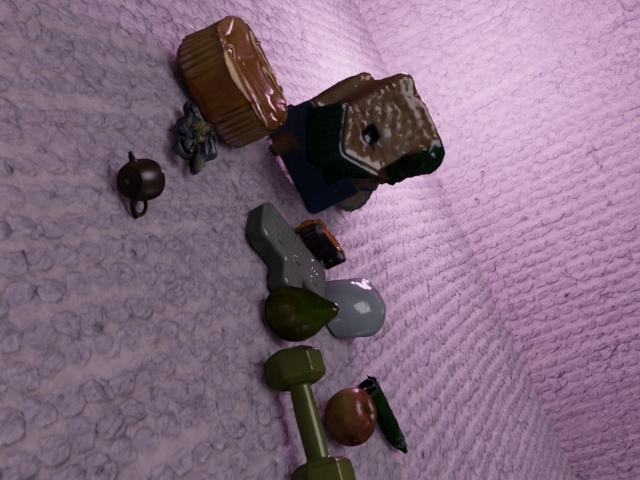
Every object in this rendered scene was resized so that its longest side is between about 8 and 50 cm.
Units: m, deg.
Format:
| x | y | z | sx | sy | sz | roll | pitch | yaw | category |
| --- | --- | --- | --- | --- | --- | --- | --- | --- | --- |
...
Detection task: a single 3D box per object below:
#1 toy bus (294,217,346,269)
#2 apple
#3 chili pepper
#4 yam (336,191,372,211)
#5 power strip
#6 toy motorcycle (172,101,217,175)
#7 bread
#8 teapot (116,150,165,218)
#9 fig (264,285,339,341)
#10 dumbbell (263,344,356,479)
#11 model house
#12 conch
| x | y | z | sx | sy | sz | roll | pitch | yaw | category |
| --- | --- | --- | --- | --- | --- | --- | --- | --- | --- |
| 0.000 | 0.000 | 2.026 | 0.162 | 0.069 | 0.074 | 51 | 25 | -35 | toy bus |
| 0.065 | 0.383 | 1.716 | 0.126 | 0.102 | 0.126 | 44 | 36 | -43 | apple |
| 0.165 | 0.444 | 1.946 | 0.227 | 0.059 | 0.088 | 61 | 9 | -20 | chili pepper |
| 0.111 | -0.197 | 2.402 | 0.154 | 0.154 | 0.254 | 60 | 25 | -11 | yam |
| -0.075 | 0.057 | 1.806 | 0.265 | 0.059 | 0.194 | 52 | 25 | -31 | power strip |
| -0.262 | -0.209 | 1.665 | 0.124 | 0.061 | 0.193 | 53 | 23 | -34 | toy motorcycle |
| -0.212 | -0.364 | 1.830 | 0.288 | 0.156 | 0.204 | 59 | 30 | -22 | bread |
| -0.325 | -0.099 | 1.390 | 0.068 | 0.076 | 0.121 | -17 | 112 | -58 | teapot |
| -0.037 | 0.148 | 1.665 | 0.123 | 0.156 | 0.123 | 42 | 37 | -43 | fig |
| -0.022 | 0.358 | 1.533 | 0.108 | 0.121 | 0.302 | 0 | 62 | -35 | dumbbell |
| 0.075 | -0.244 | 2.068 | 0.335 | 0.342 | 0.382 | 63 | -19 | -12 | model house |
| 0.081 | 0.165 | 2.003 | 0.185 | 0.121 | 0.221 | 38 | 22 | 14 | conch |
